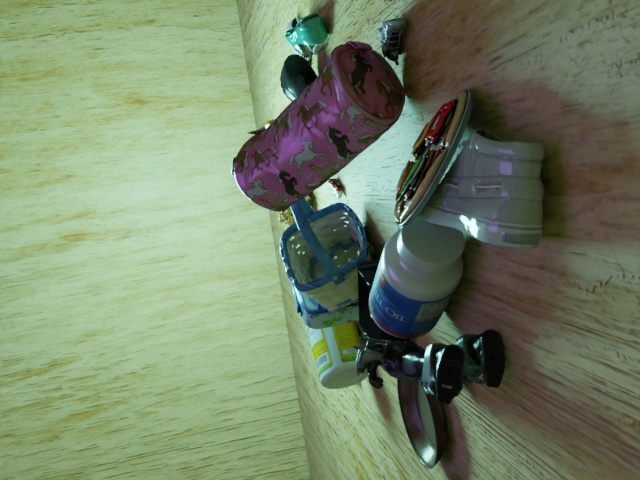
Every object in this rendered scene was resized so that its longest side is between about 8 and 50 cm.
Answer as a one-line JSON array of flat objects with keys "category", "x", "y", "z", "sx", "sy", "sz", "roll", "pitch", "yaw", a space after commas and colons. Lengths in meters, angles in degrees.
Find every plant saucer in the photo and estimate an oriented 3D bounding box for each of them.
[{"category": "plant saucer", "x": 0.197, "y": 0.330, "z": 1.160, "sx": 0.198, "sy": 0.036, "sz": 0.198, "roll": 171, "pitch": 90, "yaw": -79}]

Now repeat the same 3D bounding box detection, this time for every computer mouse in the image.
[{"category": "computer mouse", "x": -0.068, "y": -0.557, "z": 1.735, "sx": 0.106, "sy": 0.042, "sz": 0.192, "roll": 98, "pitch": 159, "yaw": -61}]

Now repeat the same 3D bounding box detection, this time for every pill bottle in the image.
[{"category": "pill bottle", "x": 0.149, "y": 0.054, "z": 0.936, "sx": 0.221, "sy": 0.125, "sz": 0.124, "roll": 97, "pitch": 161, "yaw": -56}, {"category": "pill bottle", "x": 0.038, "y": 0.265, "z": 1.649, "sx": 0.136, "sy": 0.137, "sz": 0.245, "roll": 95, "pitch": 162, "yaw": -53}]

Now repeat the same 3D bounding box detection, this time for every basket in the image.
[{"category": "basket", "x": 0.000, "y": 0.000, "z": 1.371, "sx": 0.289, "sy": 0.201, "sz": 0.254, "roll": 51, "pitch": -168, "yaw": -42}]

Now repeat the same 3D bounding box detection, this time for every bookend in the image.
[{"category": "bookend", "x": 0.133, "y": 0.140, "z": 1.225, "sx": 0.156, "sy": 0.073, "sz": 0.157, "roll": -123, "pitch": 27, "yaw": -62}]

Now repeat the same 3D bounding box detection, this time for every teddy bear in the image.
[{"category": "teddy bear", "x": -0.090, "y": -0.207, "z": 2.049, "sx": 0.337, "sy": 0.113, "sz": 0.245, "roll": -101, "pitch": 15, "yaw": -50}]

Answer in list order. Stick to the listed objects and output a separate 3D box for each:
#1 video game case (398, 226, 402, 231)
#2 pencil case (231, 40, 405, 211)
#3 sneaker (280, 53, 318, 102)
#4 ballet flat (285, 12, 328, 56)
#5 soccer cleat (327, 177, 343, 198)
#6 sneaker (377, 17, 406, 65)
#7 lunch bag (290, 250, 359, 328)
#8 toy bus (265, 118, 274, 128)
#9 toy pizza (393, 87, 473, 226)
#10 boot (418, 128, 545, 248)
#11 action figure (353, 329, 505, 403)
[{"category": "video game case", "x": 0.162, "y": 0.021, "z": 1.137, "sx": 0.122, "sy": 0.011, "sz": 0.087, "roll": 93, "pitch": 164, "yaw": -47}, {"category": "pencil case", "x": -0.014, "y": -0.197, "z": 1.115, "sx": 0.386, "sy": 0.167, "sz": 0.160, "roll": -31, "pitch": 25, "yaw": 48}, {"category": "sneaker", "x": -0.020, "y": -0.378, "z": 1.548, "sx": 0.130, "sy": 0.109, "sz": 0.286, "roll": 118, "pitch": 135, "yaw": -57}, {"category": "ballet flat", "x": -0.036, "y": -0.508, "z": 1.528, "sx": 0.247, "sy": 0.083, "sz": 0.087, "roll": -132, "pitch": 20, "yaw": -74}, {"category": "soccer cleat", "x": 0.038, "y": -0.138, "z": 1.590, "sx": 0.083, "sy": 0.029, "sz": 0.035, "roll": -125, "pitch": 31, "yaw": -55}, {"category": "sneaker", "x": 0.121, "y": -0.322, "z": 0.993, "sx": 0.098, "sy": 0.038, "sz": 0.069, "roll": -110, "pitch": 10, "yaw": -82}, {"category": "lunch bag", "x": 0.014, "y": 0.117, "z": 1.540, "sx": 0.218, "sy": 0.176, "sz": 0.090, "roll": -110, "pitch": 13, "yaw": -47}, {"category": "toy bus", "x": -0.088, "y": -0.269, "z": 1.648, "sx": 0.149, "sy": 0.212, "sz": 0.220, "roll": 100, "pitch": 159, "yaw": -64}, {"category": "toy pizza", "x": 0.140, "y": -0.112, "z": 0.805, "sx": 0.201, "sy": 0.032, "sz": 0.201, "roll": -155, "pitch": 90, "yaw": -87}, {"category": "boot", "x": 0.193, "y": -0.074, "z": 0.744, "sx": 0.258, "sy": 0.095, "sz": 0.123, "roll": -145, "pitch": 59, "yaw": -71}, {"category": "action figure", "x": 0.154, "y": 0.193, "z": 0.928, "sx": 0.285, "sy": 0.186, "sz": 0.099, "roll": 146, "pitch": 127, "yaw": -70}]
